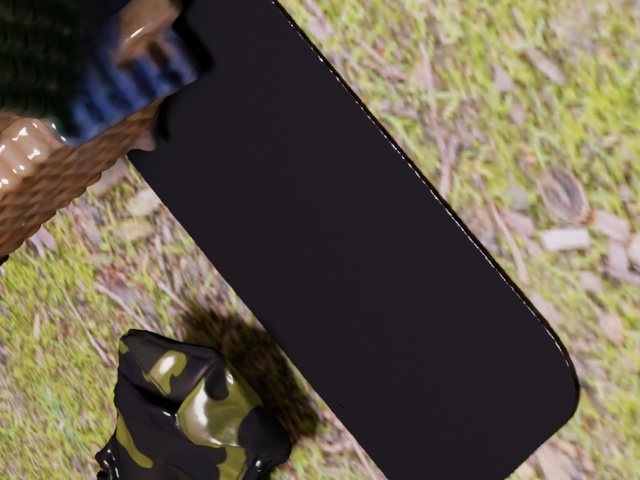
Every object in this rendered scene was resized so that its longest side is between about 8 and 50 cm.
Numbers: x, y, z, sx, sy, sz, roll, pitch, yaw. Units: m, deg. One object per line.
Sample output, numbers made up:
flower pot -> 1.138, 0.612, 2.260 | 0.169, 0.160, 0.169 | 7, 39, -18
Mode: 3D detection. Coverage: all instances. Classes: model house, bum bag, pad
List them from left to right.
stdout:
model house -> -0.159, -0.093, 0.852 | 0.172, 0.183, 0.166 | -33, 82, 21
bum bag -> -0.071, 0.117, 1.006 | 0.107, 0.060, 0.232 | 38, 146, 14
pad -> 0.000, 0.000, 0.864 | 0.267, 0.004, 0.181 | 51, 147, 11
